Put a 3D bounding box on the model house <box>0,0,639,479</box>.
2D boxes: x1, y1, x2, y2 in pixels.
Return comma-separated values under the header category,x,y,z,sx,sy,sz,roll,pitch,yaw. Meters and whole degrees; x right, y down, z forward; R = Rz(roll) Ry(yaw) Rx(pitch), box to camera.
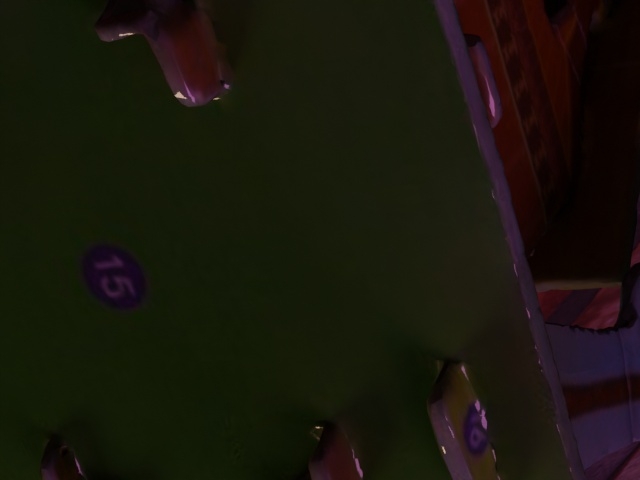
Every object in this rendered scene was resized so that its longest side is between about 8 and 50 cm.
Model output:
category,x,y,z,sx,sy,sz,roll,pitch,yaw
model house,0.000,0.000,0.627,0.300,0.340,0.323,-5,-155,31
